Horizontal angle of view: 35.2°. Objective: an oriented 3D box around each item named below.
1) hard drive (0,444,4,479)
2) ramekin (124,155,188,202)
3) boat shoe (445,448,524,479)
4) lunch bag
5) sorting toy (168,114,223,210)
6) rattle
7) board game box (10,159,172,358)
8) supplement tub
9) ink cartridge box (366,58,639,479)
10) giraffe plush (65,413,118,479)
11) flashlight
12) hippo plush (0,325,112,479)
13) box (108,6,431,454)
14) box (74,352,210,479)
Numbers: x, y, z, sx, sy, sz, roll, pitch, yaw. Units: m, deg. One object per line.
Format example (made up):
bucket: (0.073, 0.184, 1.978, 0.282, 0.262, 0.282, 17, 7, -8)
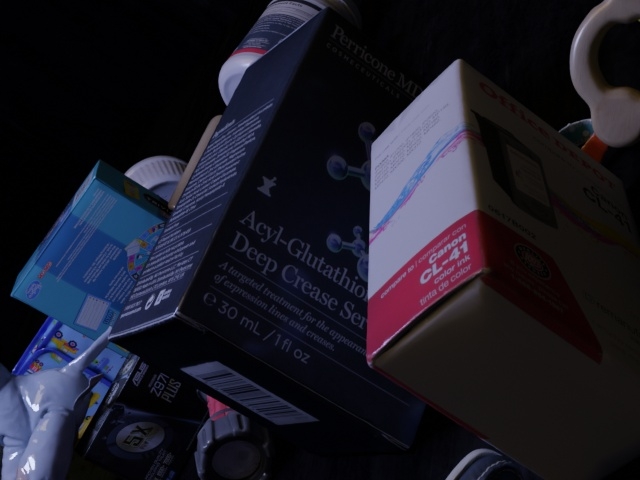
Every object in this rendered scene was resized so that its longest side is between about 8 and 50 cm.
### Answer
hard drive: (-0.517, 0.437, 1.716, 0.040, 0.307, 0.203, -16, 31, 10)
ramekin: (-0.335, -0.069, 2.179, 0.207, 0.207, 0.109, -55, 29, 7)
boat shoe: (0.110, 0.281, 0.751, 0.079, 0.095, 0.254, -17, 45, 63)
lunch bag: (-0.438, 0.236, 1.914, 0.293, 0.221, 0.138, -52, 20, 13)
sorting toy: (-0.095, -0.126, 1.688, 0.041, 0.229, 0.307, 109, -178, -56)
rattle: (0.303, -0.158, 1.009, 0.142, 0.130, 0.199, -72, -5, -61)
board game box: (-0.289, 0.064, 1.656, 0.253, 0.336, 0.079, -50, 21, 18)
supplement tub: (-0.052, -0.346, 1.911, 0.191, 0.191, 0.272, -28, 26, 54)
ink cartridge box: (0.160, 0.019, 0.837, 0.131, 0.226, 0.306, -44, 24, 32)
giraffe plush: (-0.442, 0.364, 1.733, 0.181, 0.170, 0.210, -2, 50, 46)
flashlight: (-0.130, 0.227, 1.383, 0.103, 0.103, 0.304, -54, 21, 11)
hippo plush: (-0.480, 0.268, 1.508, 0.234, 0.237, 0.294, -88, 22, -57)
box: (0.000, 0.000, 1.142, 0.212, 0.294, 0.395, -22, 40, 57)
box: (-0.265, 0.280, 1.553, 0.180, 0.147, 0.077, -61, 20, -13)
